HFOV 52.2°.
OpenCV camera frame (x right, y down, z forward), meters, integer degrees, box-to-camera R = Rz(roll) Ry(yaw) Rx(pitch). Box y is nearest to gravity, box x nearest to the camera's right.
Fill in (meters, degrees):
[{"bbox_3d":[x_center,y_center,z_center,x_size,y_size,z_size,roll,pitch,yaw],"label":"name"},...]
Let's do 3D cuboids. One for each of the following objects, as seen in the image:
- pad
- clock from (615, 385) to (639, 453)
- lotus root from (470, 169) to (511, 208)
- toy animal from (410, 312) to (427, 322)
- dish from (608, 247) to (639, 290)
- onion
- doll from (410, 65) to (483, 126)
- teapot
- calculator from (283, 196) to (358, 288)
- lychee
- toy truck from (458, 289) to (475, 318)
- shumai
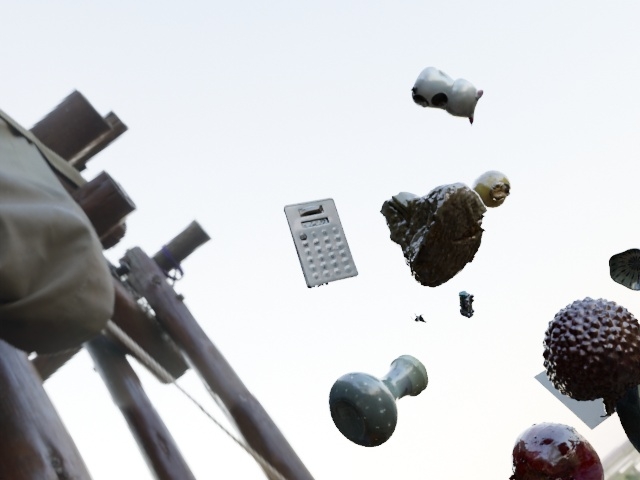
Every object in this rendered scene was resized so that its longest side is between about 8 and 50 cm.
[{"bbox_3d":[0.860,0.514,2.197,0.170,0.245,0.006,-19,-43,-34],"label":"pad"},{"bbox_3d":[0.975,0.433,1.777,0.386,0.386,0.076,-27,-4,-26],"label":"clock"},{"bbox_3d":[0.624,-0.188,2.414,0.146,0.131,0.303,-63,-4,4],"label":"lotus root"},{"bbox_3d":[0.317,0.246,2.066,0.050,0.028,0.084,9,-9,-11],"label":"toy animal"},{"bbox_3d":[1.155,0.091,2.387,0.066,0.191,0.190,-48,-17,-45],"label":"dish"},{"bbox_3d":[0.702,0.669,1.929,0.276,0.276,0.276,-31,-30,-20],"label":"onion"},{"bbox_3d":[0.329,-0.383,1.710,0.107,0.181,0.110,-65,-9,-51],"label":"doll"},{"bbox_3d":[0.144,0.368,1.553,0.251,0.183,0.183,-24,-33,-44],"label":"teapot"},{"bbox_3d":[0.000,0.000,1.852,0.161,0.261,0.021,-12,-19,-19],"label":"calculator"},{"bbox_3d":[0.694,0.290,1.642,0.265,0.299,0.264,-12,-4,-1],"label":"lychee"},{"bbox_3d":[0.443,0.195,1.990,0.039,0.044,0.083,-32,-57,-39],"label":"toy truck"},{"bbox_3d":[0.336,-0.043,2.004,0.217,0.283,0.345,-2,-66,-22],"label":"shumai"}]
